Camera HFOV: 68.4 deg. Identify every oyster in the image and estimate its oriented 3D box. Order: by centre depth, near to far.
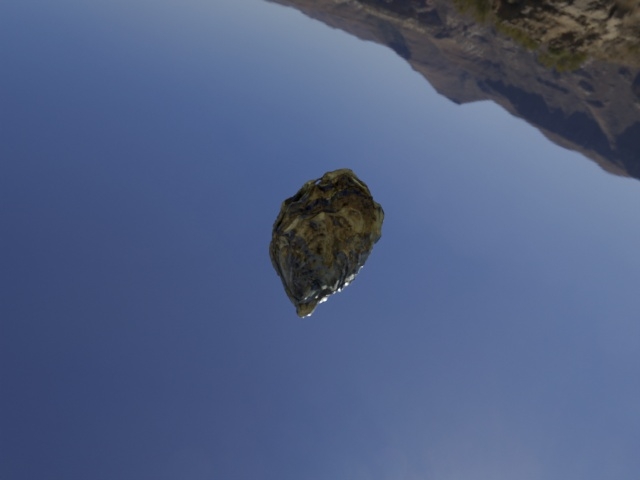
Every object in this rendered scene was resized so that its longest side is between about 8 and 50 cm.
[{"bbox_3d":[0.000,0.000,0.886,0.198,0.267,0.112,45,-168,0],"label":"oyster"}]
